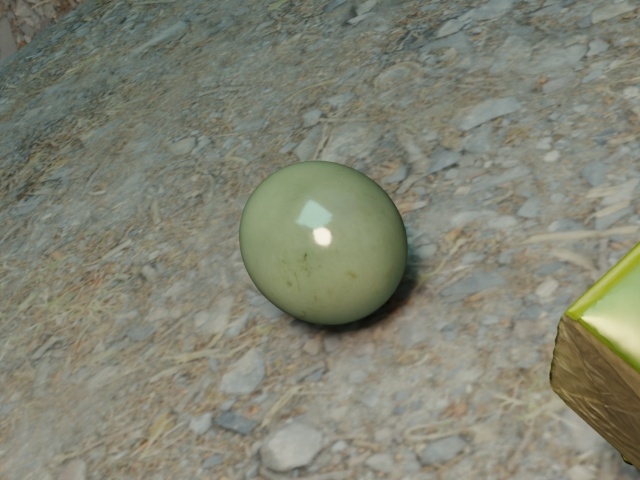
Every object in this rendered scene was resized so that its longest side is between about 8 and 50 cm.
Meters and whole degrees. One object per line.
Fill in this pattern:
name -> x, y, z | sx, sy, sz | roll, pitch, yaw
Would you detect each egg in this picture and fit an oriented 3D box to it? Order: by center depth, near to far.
egg -> 0.000, 0.000, 0.999 | 0.149, 0.149, 0.192 | -35, 35, -12

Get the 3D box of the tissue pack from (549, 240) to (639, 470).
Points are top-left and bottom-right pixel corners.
tissue pack -> 0.301, 0.038, 0.612 | 0.274, 0.167, 0.200 | -42, 68, -9

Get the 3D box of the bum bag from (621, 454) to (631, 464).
bum bag -> 0.300, 0.084, 0.729 | 0.232, 0.060, 0.107 | -31, 32, -6
